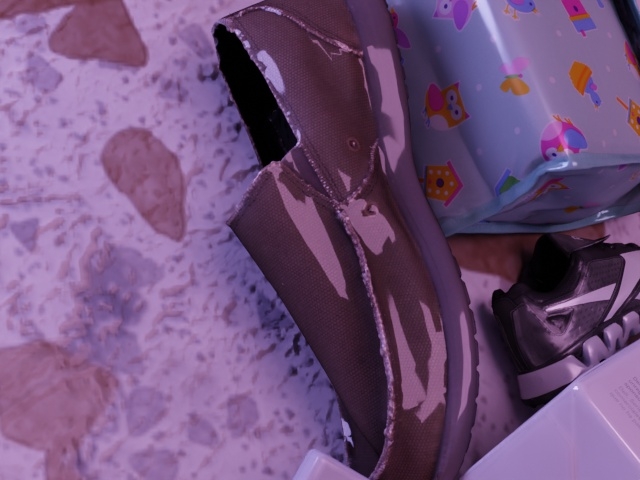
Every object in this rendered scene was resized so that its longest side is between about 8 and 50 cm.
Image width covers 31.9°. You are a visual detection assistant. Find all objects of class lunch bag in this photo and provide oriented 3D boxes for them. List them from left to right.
[{"bbox_3d":[0.179,-0.125,0.865,0.262,0.160,0.223,-4,69,-43],"label":"lunch bag"}]

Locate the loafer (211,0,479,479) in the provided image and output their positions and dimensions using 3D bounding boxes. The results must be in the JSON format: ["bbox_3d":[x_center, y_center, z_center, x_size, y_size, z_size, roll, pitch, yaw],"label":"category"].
[{"bbox_3d":[0.000,0.000,0.737,0.130,0.134,0.365,-6,70,-19],"label":"loafer"}]

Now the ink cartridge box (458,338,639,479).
[{"bbox_3d":[0.277,0.150,0.733,0.354,0.119,0.207,-17,63,-47],"label":"ink cartridge box"}]

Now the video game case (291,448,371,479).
[{"bbox_3d":[0.035,0.256,0.654,0.212,0.023,0.193,33,82,-15],"label":"video game case"}]

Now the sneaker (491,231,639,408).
[{"bbox_3d":[0.218,0.030,0.868,0.234,0.078,0.106,-29,89,-33],"label":"sneaker"}]
